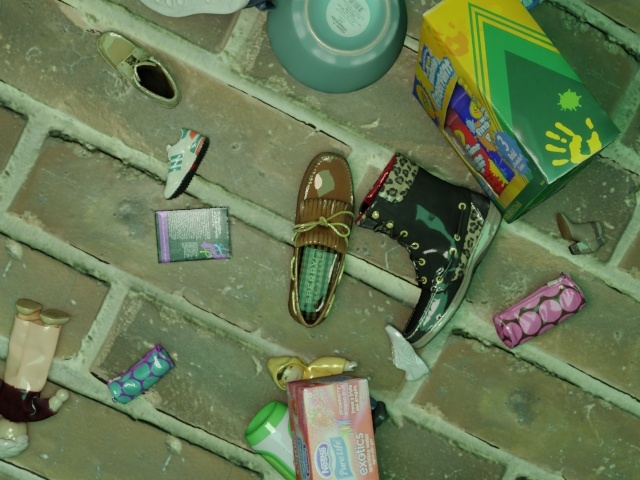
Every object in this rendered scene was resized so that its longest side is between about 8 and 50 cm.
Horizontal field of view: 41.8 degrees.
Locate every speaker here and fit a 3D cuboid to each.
[{"bbox_3d":[-0.030,0.496,1.869,0.131,0.131,0.296,-44,98,0],"label":"speaker"}]

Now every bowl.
[{"bbox_3d":[0.046,-0.472,1.758,0.312,0.163,0.311,-1,95,-6],"label":"bowl"}]

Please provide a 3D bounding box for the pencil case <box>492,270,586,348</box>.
[{"bbox_3d":[0.495,0.159,1.911,0.209,0.095,0.098,-33,129,-3],"label":"pencil case"}]

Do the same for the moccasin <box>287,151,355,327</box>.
[{"bbox_3d":[-0.003,-0.001,1.809,0.139,0.147,0.380,14,94,-8],"label":"moccasin"}]

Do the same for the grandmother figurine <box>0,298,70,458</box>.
[{"bbox_3d":[-0.636,0.312,1.804,0.208,0.104,0.342,21,97,19],"label":"grandmother figurine"}]

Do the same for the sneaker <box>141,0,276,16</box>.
[{"bbox_3d":[-0.215,-0.561,1.751,0.323,0.236,0.130,16,129,30],"label":"sneaker"}]

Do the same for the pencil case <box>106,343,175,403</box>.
[{"bbox_3d":[-0.396,0.294,1.839,0.152,0.064,0.070,-37,124,-2],"label":"pencil case"}]

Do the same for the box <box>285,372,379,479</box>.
[{"bbox_3d":[0.027,0.439,1.744,0.142,0.154,0.299,-6,88,-17],"label":"box"}]

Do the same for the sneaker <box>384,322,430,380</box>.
[{"bbox_3d":[0.186,0.257,1.905,0.061,0.053,0.152,-35,99,1],"label":"sneaker"}]

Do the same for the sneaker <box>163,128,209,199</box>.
[{"bbox_3d":[-0.308,-0.168,1.811,0.075,0.057,0.161,31,93,8],"label":"sneaker"}]

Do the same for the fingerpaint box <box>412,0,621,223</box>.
[{"bbox_3d":[0.350,-0.251,1.631,0.163,0.445,0.371,-34,82,-1],"label":"fingerpaint box"}]

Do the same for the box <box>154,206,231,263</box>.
[{"bbox_3d":[-0.279,-0.013,1.838,0.162,0.029,0.116,-3,97,-5],"label":"box"}]

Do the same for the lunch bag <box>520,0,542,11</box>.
[{"bbox_3d":[0.391,-0.636,1.805,0.303,0.115,0.243,38,93,-8],"label":"lunch bag"}]

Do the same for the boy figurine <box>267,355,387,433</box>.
[{"bbox_3d":[0.012,0.333,1.877,0.285,0.092,0.177,35,94,-12],"label":"boy figurine"}]

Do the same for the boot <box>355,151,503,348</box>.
[{"bbox_3d":[0.204,0.017,1.838,0.284,0.138,0.377,30,88,-10],"label":"boot"}]

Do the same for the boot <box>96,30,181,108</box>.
[{"bbox_3d":[-0.375,-0.358,1.720,0.213,0.165,0.077,42,89,-10],"label":"boot"}]

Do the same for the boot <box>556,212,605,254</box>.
[{"bbox_3d":[0.603,-0.024,1.931,0.087,0.042,0.118,-24,99,-10],"label":"boot"}]
